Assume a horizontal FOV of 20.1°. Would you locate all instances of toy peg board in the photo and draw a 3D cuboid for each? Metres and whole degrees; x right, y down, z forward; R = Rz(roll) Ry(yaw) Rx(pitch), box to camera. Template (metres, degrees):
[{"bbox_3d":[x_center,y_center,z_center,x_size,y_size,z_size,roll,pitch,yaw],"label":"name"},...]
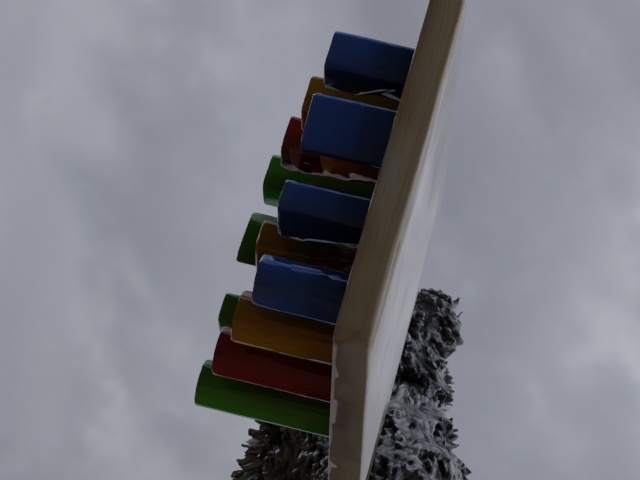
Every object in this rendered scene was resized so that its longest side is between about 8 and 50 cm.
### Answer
[{"bbox_3d":[0.000,0.000,0.738,0.160,0.079,0.161,90,14,-60],"label":"toy peg board"}]

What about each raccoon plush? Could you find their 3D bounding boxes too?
[{"bbox_3d":[0.090,0.157,1.413,0.446,0.216,0.299,0,-113,51],"label":"raccoon plush"}]
